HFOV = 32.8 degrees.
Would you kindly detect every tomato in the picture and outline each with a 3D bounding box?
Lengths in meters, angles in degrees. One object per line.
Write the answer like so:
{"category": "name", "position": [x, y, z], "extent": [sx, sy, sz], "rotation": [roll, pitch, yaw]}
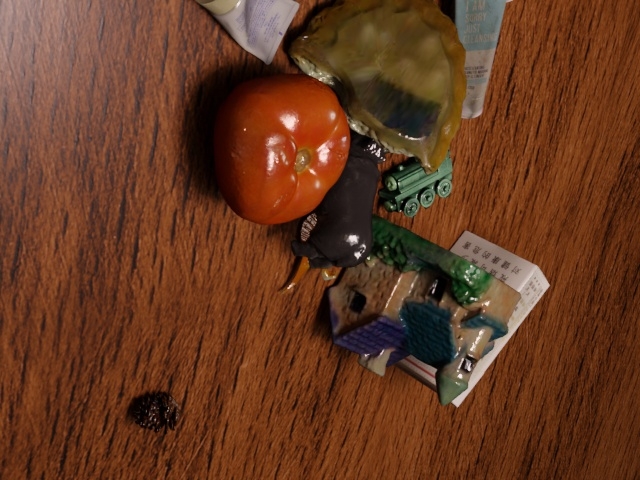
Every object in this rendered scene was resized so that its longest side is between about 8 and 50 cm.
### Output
{"category": "tomato", "position": [-0.072, -0.155, 1.794], "extent": [0.259, 0.180, 0.260], "rotation": [-25, 130, -34]}

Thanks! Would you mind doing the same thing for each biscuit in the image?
{"category": "biscuit", "position": [0.106, -0.285, 1.870], "extent": [0.335, 0.078, 0.329], "rotation": [4, 80, -20]}

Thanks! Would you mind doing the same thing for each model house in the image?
{"category": "model house", "position": [0.184, 0.147, 2.116], "extent": [0.245, 0.312, 0.280], "rotation": [29, 90, -51]}

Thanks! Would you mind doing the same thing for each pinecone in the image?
{"category": "pinecone", "position": [-0.290, 0.306, 1.930], "extent": [0.083, 0.077, 0.077], "rotation": [-1, 115, -17]}

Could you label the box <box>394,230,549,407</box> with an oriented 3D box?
{"category": "box", "position": [0.298, 0.160, 2.304], "extent": [0.330, 0.210, 0.095], "rotation": [-50, 136, -11]}

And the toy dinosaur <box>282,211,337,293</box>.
{"category": "toy dinosaur", "position": [0.001, -0.001, 2.047], "extent": [0.212, 0.057, 0.142], "rotation": [-35, 121, -26]}

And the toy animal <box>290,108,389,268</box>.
{"category": "toy animal", "position": [0.049, -0.115, 1.948], "extent": [0.106, 0.168, 0.343], "rotation": [31, 73, -53]}

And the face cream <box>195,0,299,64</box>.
{"category": "face cream", "position": [-0.117, -0.366, 1.733], "extent": [0.224, 0.070, 0.114], "rotation": [20, 98, -60]}

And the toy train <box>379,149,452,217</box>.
{"category": "toy train", "position": [0.190, -0.119, 2.153], "extent": [0.170, 0.071, 0.111], "rotation": [-28, 120, -28]}

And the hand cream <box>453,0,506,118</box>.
{"category": "hand cream", "position": [0.294, -0.370, 2.050], "extent": [0.111, 0.070, 0.312], "rotation": [-5, 138, -4]}
